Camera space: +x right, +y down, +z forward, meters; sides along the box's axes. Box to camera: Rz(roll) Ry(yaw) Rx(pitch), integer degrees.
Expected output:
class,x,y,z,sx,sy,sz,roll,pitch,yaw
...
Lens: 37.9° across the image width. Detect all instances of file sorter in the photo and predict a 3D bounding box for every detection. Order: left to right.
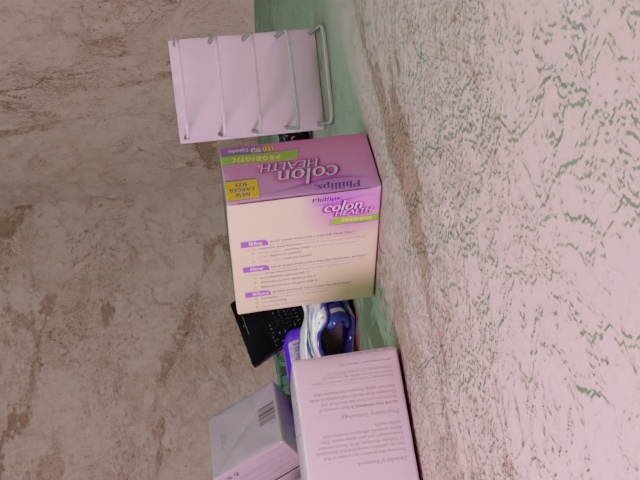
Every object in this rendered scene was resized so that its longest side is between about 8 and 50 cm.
class,x,y,z,sx,sy,sz,roll,pitch,yaw
file sorter,-0.124,-0.285,1.689,0.173,0.277,0.193,-152,55,-77

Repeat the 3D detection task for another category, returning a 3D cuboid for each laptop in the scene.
class,x,y,z,sx,sy,sz,roll,pitch,yaw
laptop,-0.108,0.107,2.101,0.136,0.264,0.234,48,-171,-38

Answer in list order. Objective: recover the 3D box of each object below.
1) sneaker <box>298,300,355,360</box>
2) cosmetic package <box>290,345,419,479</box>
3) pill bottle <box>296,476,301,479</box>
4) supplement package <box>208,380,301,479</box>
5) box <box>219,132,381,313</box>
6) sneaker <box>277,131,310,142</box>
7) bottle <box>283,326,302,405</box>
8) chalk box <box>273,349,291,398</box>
class,x,y,z,sx,sy,sz,roll,pitch,yaw
sneaker,0.019,0.110,1.695,0.131,0.112,0.296,177,84,-66
cosmetic package,0.053,0.352,1.282,0.197,0.155,0.366,99,162,-71
pill bottle,0.012,0.620,1.837,0.176,0.176,0.319,-104,10,-51
supplement package,-0.077,0.474,1.969,0.293,0.175,0.177,50,-166,-34
box,-0.031,-0.022,1.367,0.243,0.213,0.117,90,170,-49
sneaker,-0.047,-0.207,2.002,0.121,0.079,0.217,-111,7,-54
bottle,-0.005,0.315,1.943,0.092,0.118,0.283,93,168,-52
chalk box,-0.035,0.282,2.129,0.213,0.132,0.132,-107,13,-54
